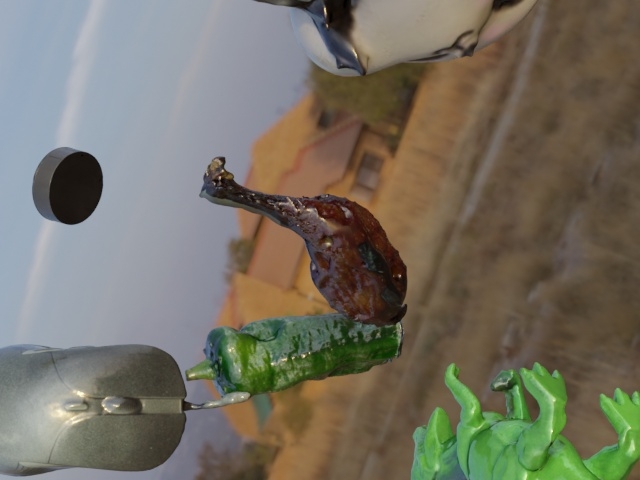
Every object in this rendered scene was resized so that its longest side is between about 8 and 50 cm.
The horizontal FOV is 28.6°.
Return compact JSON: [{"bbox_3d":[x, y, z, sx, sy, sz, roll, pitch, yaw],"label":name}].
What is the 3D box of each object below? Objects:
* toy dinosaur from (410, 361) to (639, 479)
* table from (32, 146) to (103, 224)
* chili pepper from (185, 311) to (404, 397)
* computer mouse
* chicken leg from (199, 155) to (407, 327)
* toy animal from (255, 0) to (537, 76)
[{"bbox_3d":[0.227,0.341,1.394,0.374,0.144,0.500,-54,35,43],"label":"toy dinosaur"},{"bbox_3d":[-0.442,-0.095,2.200,0.133,0.043,0.133,-28,-55,-50],"label":"table"},{"bbox_3d":[-0.039,0.144,1.586,0.136,0.270,0.099,-158,63,-69],"label":"chili pepper"},{"bbox_3d":[-0.275,0.198,1.512,0.090,0.379,0.167,57,-152,-81],"label":"computer mouse"},{"bbox_3d":[0.000,0.000,1.155,0.106,0.253,0.051,-27,36,33],"label":"chicken leg"},{"bbox_3d":[0.050,-0.265,1.007,0.251,0.310,0.251,-16,64,37],"label":"toy animal"}]
